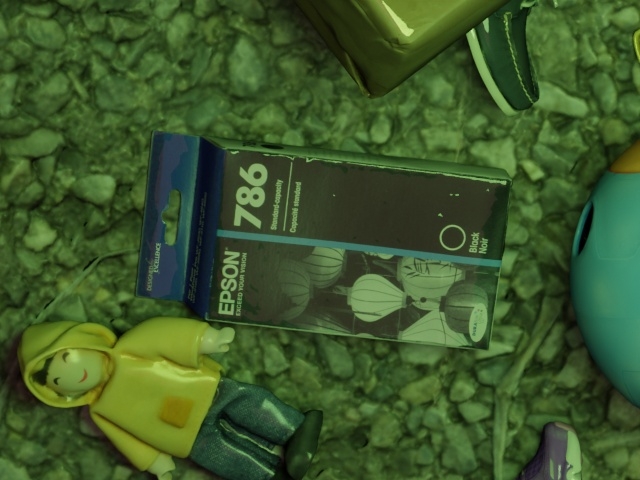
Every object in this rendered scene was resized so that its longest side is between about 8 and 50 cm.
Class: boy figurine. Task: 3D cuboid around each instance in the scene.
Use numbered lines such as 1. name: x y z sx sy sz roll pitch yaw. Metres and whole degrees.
1. boy figurine: -0.139 0.141 1.655 0.285 0.092 0.177 27 117 -9

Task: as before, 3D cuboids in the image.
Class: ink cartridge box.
1. ink cartridge box: 0.000 0.000 1.648 0.332 0.065 0.165 6 102 -1

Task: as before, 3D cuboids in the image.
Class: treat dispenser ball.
1. treat dispenser ball: 0.357 0.028 1.542 0.288 0.288 0.288 0 101 -1

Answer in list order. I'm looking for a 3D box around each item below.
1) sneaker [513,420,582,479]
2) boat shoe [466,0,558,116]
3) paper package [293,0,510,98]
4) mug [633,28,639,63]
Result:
1. sneaker: 0.174 0.276 1.694 0.104 0.095 0.236 18 102 4
2. boat shoe: 0.157 -0.237 1.589 0.079 0.095 0.255 -15 92 14
3. paper package: 0.080 -0.332 1.450 0.325 0.168 0.309 -39 91 -14
4. mug: 0.323 -0.183 1.616 0.078 0.062 0.064 -18 93 -4
